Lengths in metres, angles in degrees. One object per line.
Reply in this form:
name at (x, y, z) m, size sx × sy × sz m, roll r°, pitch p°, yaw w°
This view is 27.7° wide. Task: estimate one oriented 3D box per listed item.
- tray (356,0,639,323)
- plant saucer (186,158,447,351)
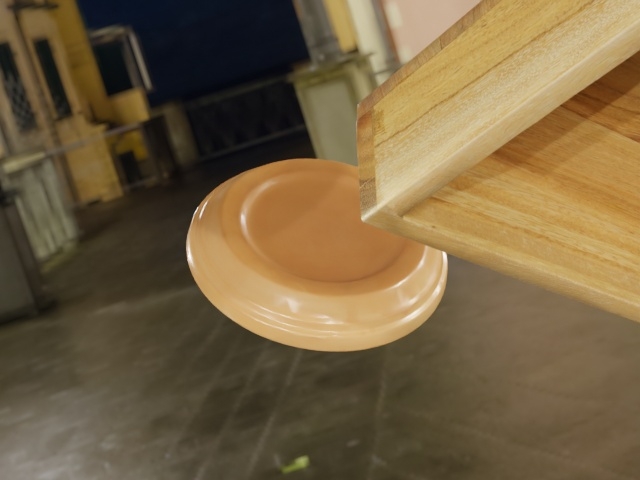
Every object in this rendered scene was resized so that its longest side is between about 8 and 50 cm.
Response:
tray at (0.242, -0.023, 0.628) m, size 0.411 × 0.076 × 0.203 m, roll 20°, pitch -37°, yaw -30°
plant saucer at (0.000, 0.000, 0.979) m, size 0.200 × 0.037 × 0.200 m, roll 6°, pitch 40°, yaw -5°
